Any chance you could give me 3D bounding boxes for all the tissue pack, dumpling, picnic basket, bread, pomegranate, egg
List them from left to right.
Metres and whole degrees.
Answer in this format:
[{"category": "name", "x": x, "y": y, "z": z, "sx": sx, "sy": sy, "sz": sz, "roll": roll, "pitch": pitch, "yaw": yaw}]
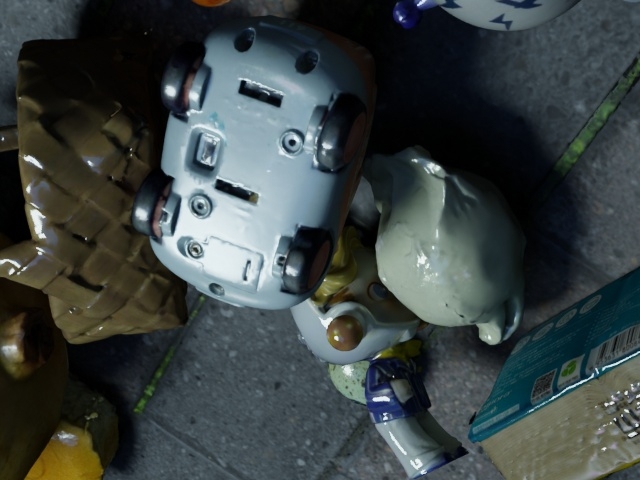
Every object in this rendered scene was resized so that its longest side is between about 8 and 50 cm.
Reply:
[{"category": "pomegranate", "x": -0.477, "y": 0.150, "z": 1.854, "sx": 0.417, "sy": 0.416, "sz": 0.416, "roll": 15, "pitch": 130, "yaw": 18}, {"category": "picnic basket", "x": -0.313, "y": -0.048, "z": 1.711, "sx": 0.337, "sy": 0.293, "sz": 0.337, "roll": -3, "pitch": 124, "yaw": -4}, {"category": "bread", "x": -0.385, "y": 0.245, "z": 2.124, "sx": 0.246, "sy": 0.121, "sz": 0.174, "roll": 19, "pitch": 129, "yaw": 12}, {"category": "egg", "x": 0.054, "y": 0.147, "z": 1.831, "sx": 0.085, "sy": 0.085, "sz": 0.110, "roll": -5, "pitch": 131, "yaw": 32}, {"category": "dumpling", "x": 0.121, "y": 0.002, "z": 1.658, "sx": 0.193, "sy": 0.147, "sz": 0.258, "roll": 21, "pitch": 147, "yaw": 56}, {"category": "tissue pack", "x": 0.300, "y": 0.139, "z": 1.617, "sx": 0.134, "sy": 0.192, "sz": 0.271, "roll": 47, "pitch": 133, "yaw": -9}]

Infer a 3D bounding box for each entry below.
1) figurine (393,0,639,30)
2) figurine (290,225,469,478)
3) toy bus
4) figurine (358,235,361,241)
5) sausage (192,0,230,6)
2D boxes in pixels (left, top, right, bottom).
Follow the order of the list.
[{"category": "figurine", "x": 0.210, "y": -0.305, "z": 1.337, "sx": 0.382, "sy": 0.186, "sz": 0.261, "roll": -26, "pitch": 103, "yaw": 44}, {"category": "figurine", "x": 0.066, "y": 0.123, "z": 1.727, "sx": 0.133, "sy": 0.194, "sz": 0.274, "roll": -31, "pitch": 102, "yaw": 28}, {"category": "toy bus", "x": -0.047, "y": -0.090, "z": 1.590, "sx": 0.194, "sy": 0.232, "sz": 0.287, "roll": 19, "pitch": 114, "yaw": 12}, {"category": "figurine", "x": 0.000, "y": 0.000, "z": 1.779, "sx": 0.083, "sy": 0.047, "sz": 0.050, "roll": -20, "pitch": 123, "yaw": 43}, {"category": "sausage", "x": -0.114, "y": -0.308, "z": 1.573, "sx": 0.089, "sy": 0.089, "sz": 0.179, "roll": 13, "pitch": 132, "yaw": 20}]
